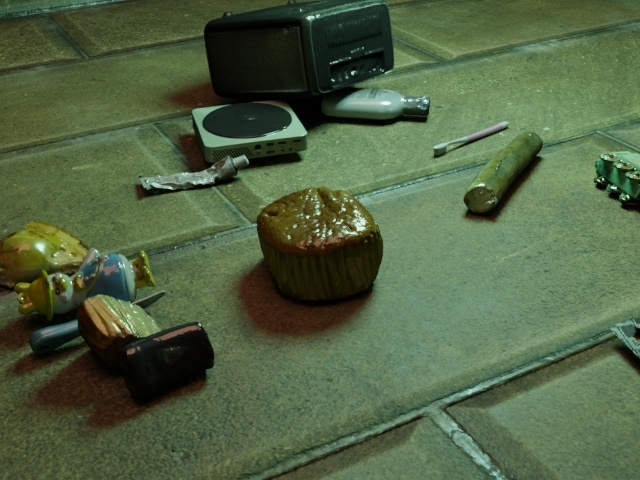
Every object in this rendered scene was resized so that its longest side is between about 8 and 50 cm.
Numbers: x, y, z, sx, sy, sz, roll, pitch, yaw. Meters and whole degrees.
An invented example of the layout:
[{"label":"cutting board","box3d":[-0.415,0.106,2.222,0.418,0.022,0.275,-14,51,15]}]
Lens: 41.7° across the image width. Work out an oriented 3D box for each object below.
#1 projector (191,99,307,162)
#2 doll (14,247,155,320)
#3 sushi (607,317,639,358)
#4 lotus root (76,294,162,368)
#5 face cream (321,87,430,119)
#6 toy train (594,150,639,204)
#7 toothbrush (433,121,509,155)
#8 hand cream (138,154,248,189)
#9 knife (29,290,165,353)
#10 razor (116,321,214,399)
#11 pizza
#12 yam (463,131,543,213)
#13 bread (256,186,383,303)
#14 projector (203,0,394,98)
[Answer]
[{"label":"projector","box3d":[-0.184,-0.276,2.139,0.257,0.079,0.259,-9,31,-12]},{"label":"doll","box3d":[-0.424,0.085,1.516,0.241,0.135,0.098,-12,4,-20]},{"label":"sushi","box3d":[0.602,0.169,1.397,0.200,0.031,0.139,-12,32,-12]},{"label":"lotus root","box3d":[-0.334,0.161,1.399,0.159,0.095,0.135,27,11,-45]},{"label":"face cream","box3d":[0.154,-0.376,2.307,0.291,0.071,0.144,4,29,10]},{"label":"toy train","box3d":[0.702,-0.141,1.882,0.125,0.081,0.194,-6,29,-16]},{"label":"toothbrush","box3d":[0.389,-0.264,2.158,0.286,0.025,0.020,-23,34,-34]},{"label":"hand cream","box3d":[-0.294,-0.156,1.972,0.256,0.050,0.084,-15,31,-11]},{"label":"knife","box3d":[-0.384,0.140,1.460,0.244,0.058,0.032,-20,60,-26]},{"label":"razor","box3d":[-0.245,0.188,1.341,0.148,0.090,0.054,-21,2,-28]},{"label":"pizza","box3d":[-0.549,0.020,1.648,0.204,0.081,0.188,13,34,21]},{"label":"yam","box3d":[0.426,-0.167,1.938,0.083,0.083,0.371,14,33,25]},{"label":"bread","box3d":[0.000,0.000,1.604,0.227,0.143,0.253,-14,34,-7]},{"label":"projector","box3d":[-0.056,-0.548,2.362,0.405,0.242,0.395,8,23,39]}]
